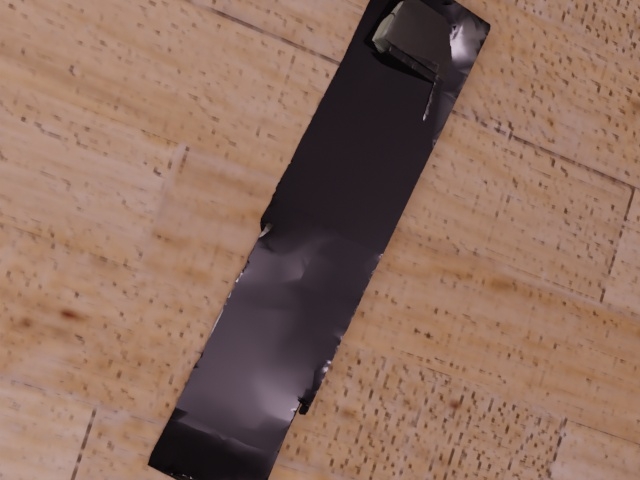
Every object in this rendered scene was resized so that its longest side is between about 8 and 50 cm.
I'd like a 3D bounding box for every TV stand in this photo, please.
[{"bbox_3d":[0.000,0.000,0.848,0.049,0.040,0.256,31,79,-25],"label":"TV stand"}]
